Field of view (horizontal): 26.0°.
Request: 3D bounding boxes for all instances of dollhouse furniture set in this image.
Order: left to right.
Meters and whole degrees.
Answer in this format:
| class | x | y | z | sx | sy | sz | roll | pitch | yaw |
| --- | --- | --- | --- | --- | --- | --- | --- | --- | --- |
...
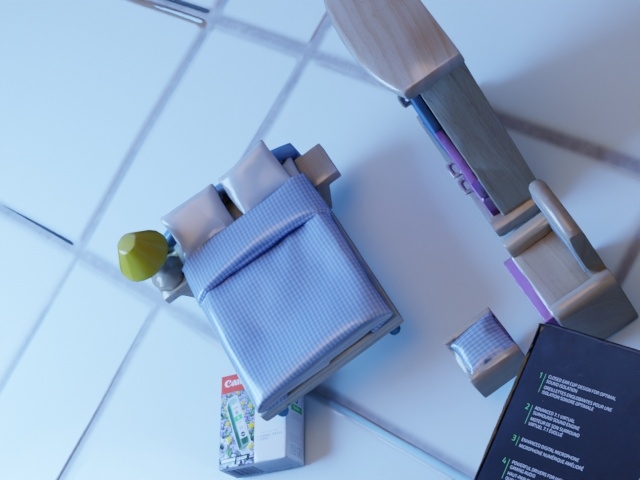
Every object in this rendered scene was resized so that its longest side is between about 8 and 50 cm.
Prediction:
| class | x | y | z | sx | sy | sz | roll | pitch | yaw |
| --- | --- | --- | --- | --- | --- | --- | --- | --- | --- |
| dollhouse furniture set | 0.000 | 0.000 | 0.974 | 0.303 | 0.198 | 0.286 | -36 | 51 | 7 |

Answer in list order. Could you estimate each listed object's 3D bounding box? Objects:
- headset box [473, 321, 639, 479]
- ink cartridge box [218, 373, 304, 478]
| class | x | y | z | sx | sy | sz | roll | pitch | yaw |
| --- | --- | --- | --- | --- | --- | --- | --- | --- | --- |
| headset box | 0.205 | 0.205 | 0.795 | 0.246 | 0.131 | 0.283 | 16 | 77 | 39 |
| ink cartridge box | -0.045 | 0.122 | 1.077 | 0.063 | 0.029 | 0.115 | -16 | 60 | 28 |
